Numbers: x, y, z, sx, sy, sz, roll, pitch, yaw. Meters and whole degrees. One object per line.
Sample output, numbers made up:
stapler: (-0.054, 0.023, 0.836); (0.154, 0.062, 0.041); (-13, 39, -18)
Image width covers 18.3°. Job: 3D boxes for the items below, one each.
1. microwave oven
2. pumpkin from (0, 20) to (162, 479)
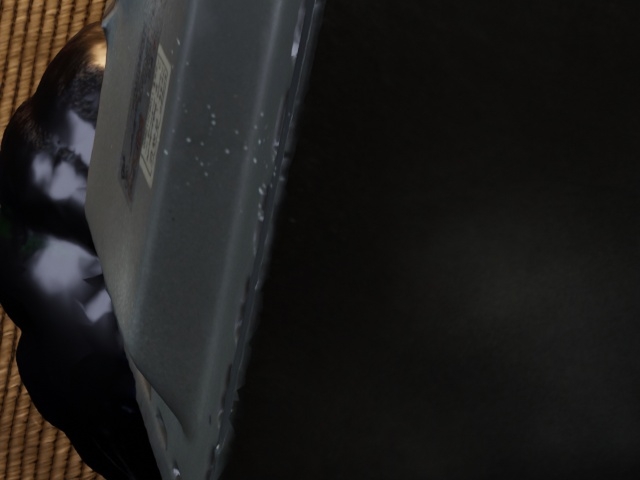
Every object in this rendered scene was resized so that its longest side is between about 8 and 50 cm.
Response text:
microwave oven: (0.100, -0.108, 0.761); (0.236, 0.374, 0.432); (-118, 36, -57)
pumpkin: (0.000, 0.000, 1.114); (0.266, 0.363, 0.363); (-121, 43, -80)
